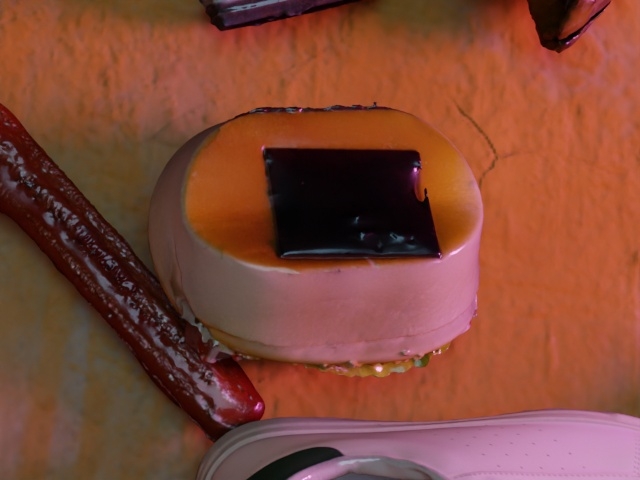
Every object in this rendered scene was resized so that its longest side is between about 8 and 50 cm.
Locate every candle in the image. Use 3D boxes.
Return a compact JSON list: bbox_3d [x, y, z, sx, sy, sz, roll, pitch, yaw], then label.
[{"bbox_3d":[-0.156,-0.003,1.112,0.329,0.048,0.051,48,112,8],"label":"candle"}]

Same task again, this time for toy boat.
[{"bbox_3d":[-0.014,-0.181,1.182,0.140,0.059,0.066,-14,92,-15],"label":"toy boat"}]

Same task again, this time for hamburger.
[{"bbox_3d":[0.000,0.000,1.095,0.210,0.116,0.173,-5,62,-19],"label":"hamburger"}]

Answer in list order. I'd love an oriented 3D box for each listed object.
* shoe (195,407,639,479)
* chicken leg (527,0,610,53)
[{"bbox_3d":[0.110,0.170,1.023,0.363,0.160,0.132,5,95,-6],"label":"shoe"},{"bbox_3d":[0.189,-0.272,1.215,0.409,0.182,0.295,-3,82,-26],"label":"chicken leg"}]
